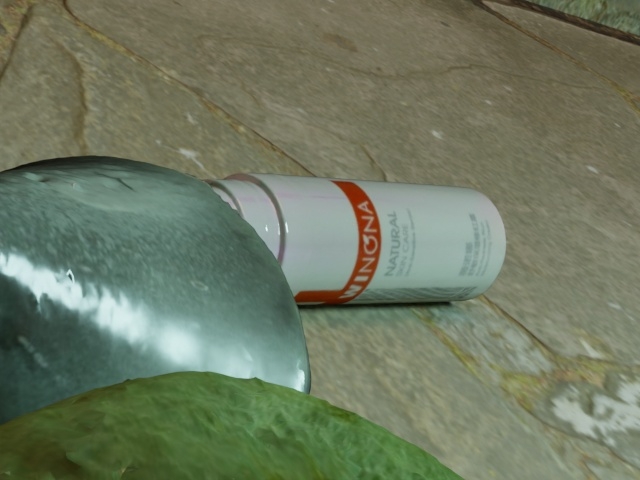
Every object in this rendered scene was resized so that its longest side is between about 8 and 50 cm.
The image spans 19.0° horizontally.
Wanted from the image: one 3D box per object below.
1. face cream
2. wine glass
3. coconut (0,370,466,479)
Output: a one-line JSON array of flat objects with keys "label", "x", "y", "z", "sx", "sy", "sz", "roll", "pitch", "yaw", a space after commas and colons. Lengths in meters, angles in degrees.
[{"label": "face cream", "x": 0.000, "y": 0.000, "z": 1.467, "sx": 0.345, "sy": 0.102, "sz": 0.102, "roll": 0, "pitch": 29, "yaw": -47}, {"label": "wine glass", "x": -0.168, "y": -0.012, "z": 0.792, "sx": 0.267, "sy": 0.267, "sz": 0.406, "roll": 30, "pitch": -17, "yaw": 24}, {"label": "coconut", "x": -0.045, "y": 0.194, "z": 0.659, "sx": 0.328, "sy": 0.281, "sz": 0.328, "roll": -2, "pitch": -17, "yaw": -1}]
